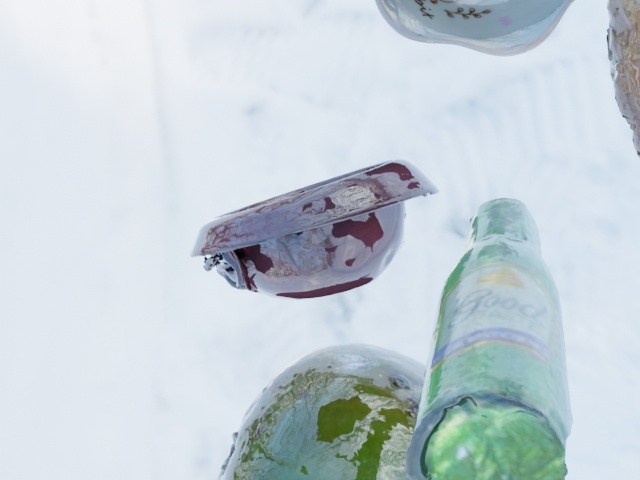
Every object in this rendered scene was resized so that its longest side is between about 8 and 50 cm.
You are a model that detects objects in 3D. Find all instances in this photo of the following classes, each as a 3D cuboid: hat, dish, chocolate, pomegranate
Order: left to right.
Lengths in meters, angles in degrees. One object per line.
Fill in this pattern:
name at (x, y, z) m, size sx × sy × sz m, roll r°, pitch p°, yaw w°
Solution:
hat at (0.000, 0.000, 1.544) m, size 0.205 × 0.205 × 0.089 m, roll -16°, pitch 93°, yaw 28°
pomegranate at (0.053, 0.260, 1.757) m, size 0.323 × 0.291 × 0.291 m, roll 40°, pitch 96°, yaw 12°
dish at (0.140, -0.264, 1.691) m, size 0.229 × 0.081 × 0.229 m, roll -1°, pitch 86°, yaw 9°
chocolate at (0.126, 0.065, 1.378) m, size 0.110 × 0.110 × 0.291 m, roll -27°, pitch 25°, yaw 22°

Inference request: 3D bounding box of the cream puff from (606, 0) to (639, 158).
cream puff at (0.244, -0.096, 0.899) m, size 0.169 × 0.183 × 0.183 m, roll -30°, pitch 45°, yaw -29°
